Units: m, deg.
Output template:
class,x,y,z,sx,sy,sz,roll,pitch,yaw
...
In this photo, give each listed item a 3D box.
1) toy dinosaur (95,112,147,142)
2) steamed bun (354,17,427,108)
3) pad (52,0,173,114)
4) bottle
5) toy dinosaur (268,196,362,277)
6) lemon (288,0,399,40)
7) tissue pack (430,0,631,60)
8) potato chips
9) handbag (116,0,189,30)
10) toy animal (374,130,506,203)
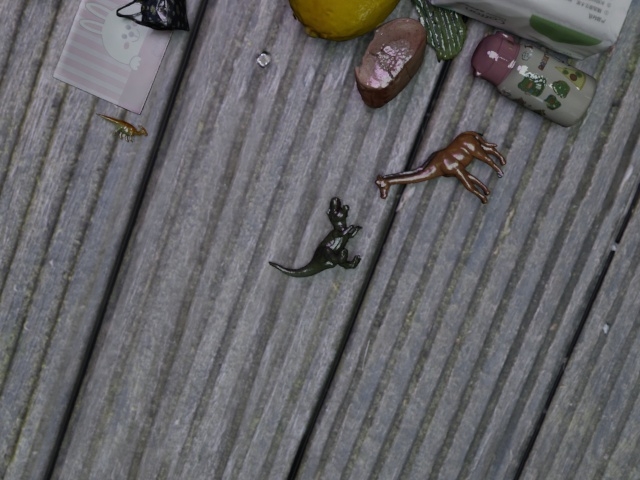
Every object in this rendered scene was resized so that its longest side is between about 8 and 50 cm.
class,x,y,z,sx,sy,sz,roll,pitch,yaw
toy dinosaur,-0.423,-0.235,1.517,0.113,0.026,0.041,17,90,-14
steamed bun,0.139,-0.362,1.467,0.106,0.145,0.175,36,87,9
pad,-0.415,-0.440,1.500,0.202,0.005,0.299,24,96,-6
bottle,0.436,-0.341,1.495,0.253,0.120,0.120,27,96,-7
toy dinosaur,0.000,0.000,1.576,0.179,0.087,0.187,12,80,32
lemon,0.054,-0.521,1.399,0.236,0.236,0.263,36,68,-7
tissue pack,0.432,-0.547,1.424,0.357,0.194,0.266,20,90,-6
potato chips,0.244,-0.483,1.513,0.092,0.028,0.207,-25,100,0
handbag,-0.347,-0.462,1.450,0.139,0.115,0.072,3,103,12
toy animal,0.259,-0.146,1.540,0.230,0.066,0.224,30,91,1
